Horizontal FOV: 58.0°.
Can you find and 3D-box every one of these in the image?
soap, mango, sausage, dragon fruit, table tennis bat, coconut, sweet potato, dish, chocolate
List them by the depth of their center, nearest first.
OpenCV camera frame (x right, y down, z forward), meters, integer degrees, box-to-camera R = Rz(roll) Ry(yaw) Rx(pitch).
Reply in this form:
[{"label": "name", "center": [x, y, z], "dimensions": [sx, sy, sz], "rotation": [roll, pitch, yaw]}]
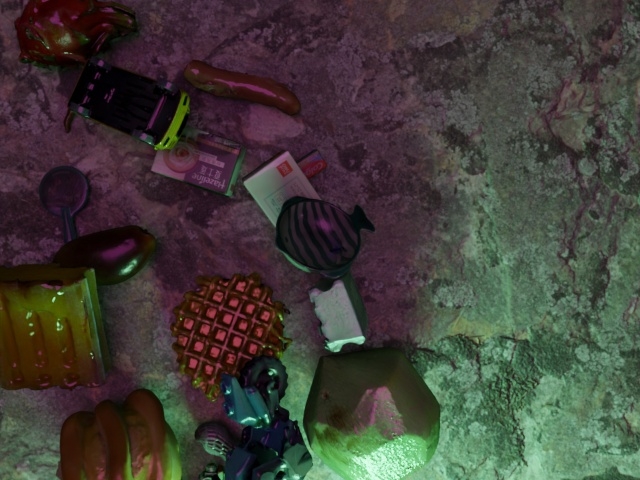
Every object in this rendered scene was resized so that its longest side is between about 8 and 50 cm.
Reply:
[{"label": "dish", "center": [0.000, 0.000, 1.315], "dimensions": [0.246, 0.078, 0.224], "rotation": [-18, 63, -29]}, {"label": "coconut", "center": [0.105, 0.388, 1.319], "dimensions": [0.328, 0.281, 0.328], "rotation": [12, 119, 23]}, {"label": "soap", "center": [0.050, 0.156, 1.332], "dimensions": [0.094, 0.261, 0.150], "rotation": [-16, 90, 8]}, {"label": "soap", "center": [-0.630, 0.201, 1.337], "dimensions": [0.259, 0.143, 0.281], "rotation": [0, 106, 4]}, {"label": "dragon fruit", "center": [-0.585, -0.491, 1.387], "dimensions": [0.269, 0.198, 0.200], "rotation": [9, 122, -21]}, {"label": "mango", "center": [-0.525, 0.045, 1.396], "dimensions": [0.267, 0.111, 0.133], "rotation": [-15, 109, 6]}, {"label": "chocolate", "center": [-0.230, 0.501, 1.408], "dimensions": [0.167, 0.072, 0.072], "rotation": [35, 88, 0]}, {"label": "sausage", "center": [-0.193, -0.378, 1.428], "dimensions": [0.304, 0.078, 0.078], "rotation": [15, 89, 0]}, {"label": "table tennis bat", "center": [-0.632, -0.087, 1.437], "dimensions": [0.124, 0.033, 0.201], "rotation": [-10, 84, 0]}, {"label": "sweet potato", "center": [-0.621, -0.325, 1.445], "dimensions": [0.026, 0.026, 0.115], "rotation": [24, 91, 0]}]

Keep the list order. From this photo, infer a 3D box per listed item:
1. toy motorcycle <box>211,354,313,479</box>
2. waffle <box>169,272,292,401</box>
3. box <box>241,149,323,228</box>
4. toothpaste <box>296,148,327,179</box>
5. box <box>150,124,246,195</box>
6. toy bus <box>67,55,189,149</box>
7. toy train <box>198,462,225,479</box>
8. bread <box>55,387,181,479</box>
[{"label": "toy motorcycle", "center": [-0.150, 0.476, 1.295], "dimensions": [0.232, 0.172, 0.416], "rotation": [-12, 102, -39]}, {"label": "waffle", "center": [-0.217, 0.234, 1.408], "dimensions": [0.329, 0.062, 0.329], "rotation": [0, 82, -2]}, {"label": "box", "center": [-0.063, -0.073, 1.389], "dimensions": [0.135, 0.079, 0.269], "rotation": [-36, 105, -1]}, {"label": "toothpaste", "center": [-0.072, -0.146, 1.437], "dimensions": [0.193, 0.044, 0.070], "rotation": [-33, 105, -1]}, {"label": "box", "center": [-0.297, -0.200, 1.420], "dimensions": [0.199, 0.081, 0.135], "rotation": [18, 89, 2]}, {"label": "toy bus", "center": [-0.421, -0.306, 1.328], "dimensions": [0.331, 0.151, 0.145], "rotation": [24, 89, 27]}, {"label": "toy train", "center": [-0.244, 0.636, 1.410], "dimensions": [0.118, 0.074, 0.176], "rotation": [5, 84, -10]}, {"label": "bread", "center": [-0.454, 0.495, 1.296], "dimensions": [0.270, 0.211, 0.315], "rotation": [-23, 57, 2]}]
